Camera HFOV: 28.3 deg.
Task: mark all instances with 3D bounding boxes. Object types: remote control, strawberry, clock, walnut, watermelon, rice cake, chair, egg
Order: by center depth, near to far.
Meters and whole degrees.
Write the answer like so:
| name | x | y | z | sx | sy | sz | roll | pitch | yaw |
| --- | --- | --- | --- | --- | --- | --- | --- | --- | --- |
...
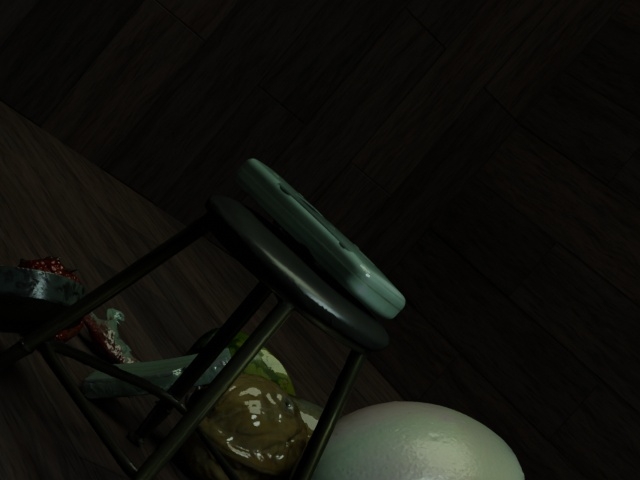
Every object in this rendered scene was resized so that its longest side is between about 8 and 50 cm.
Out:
| name | x | y | z | sx | sy | sz | roll | pitch | yaw |
| --- | --- | --- | --- | --- | --- | --- | --- | --- | --- |
| chair | -0.150 | 0.182 | 1.703 | 0.364 | 0.410 | 0.362 | 44 | 5 | 40 |
| remote control | 0.000 | 0.000 | 1.733 | 0.296 | 0.056 | 0.140 | 44 | 5 | 36 |
| clock | -0.435 | 0.085 | 1.773 | 0.215 | 0.042 | 0.215 | 1 | -19 | 0 |
| rice cake | -0.253 | 0.213 | 2.016 | 0.127 | 0.237 | 0.043 | -115 | -163 | -85 |
| egg | 0.101 | 0.416 | 2.022 | 0.340 | 0.354 | 0.354 | 24 | 13 | -32 |
| strawberry | -0.439 | 0.103 | 2.045 | 0.131 | 0.131 | 0.148 | 32 | 50 | -62 |
| walnut | -0.126 | 0.311 | 2.054 | 0.198 | 0.198 | 0.245 | 43 | 12 | 33 |
| watermelon | -0.171 | 0.297 | 2.580 | 0.303 | 0.159 | 0.128 | 41 | 43 | 19 |

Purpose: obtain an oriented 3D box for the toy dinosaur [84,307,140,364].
| name | x | y | z | sx | sy | sz | roll | pitch | yaw |
| --- | --- | --- | --- | --- | --- | --- | --- | --- | --- |
| toy dinosaur | -0.377 | 0.167 | 2.213 | 0.242 | 0.053 | 0.167 | 50 | 12 | 7 |

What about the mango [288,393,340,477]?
| name | x | y | z | sx | sy | sz | roll | pitch | yaw |
| --- | --- | --- | --- | --- | --- | --- | --- | --- | --- |
| mango | -0.061 | 0.360 | 2.431 | 0.316 | 0.146 | 0.193 | 35 | -4 | 8 |

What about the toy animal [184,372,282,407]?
| name | x | y | z | sx | sy | sz | roll | pitch | yaw |
| --- | --- | --- | --- | --- | --- | --- | --- | --- | --- |
| toy animal | -0.149 | 0.328 | 2.304 | 0.089 | 0.179 | 0.188 | -25 | 103 | -86 |
